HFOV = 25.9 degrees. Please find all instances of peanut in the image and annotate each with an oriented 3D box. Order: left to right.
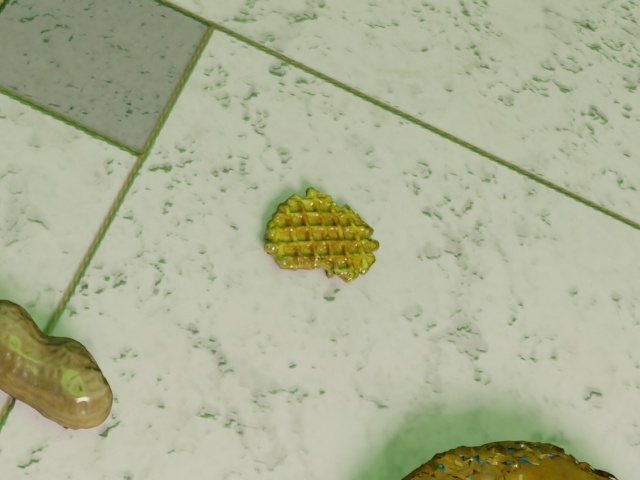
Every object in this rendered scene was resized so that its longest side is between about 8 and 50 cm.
[{"bbox_3d":[-0.180,0.078,0.886,0.113,0.054,0.054,35,53,4],"label":"peanut"}]

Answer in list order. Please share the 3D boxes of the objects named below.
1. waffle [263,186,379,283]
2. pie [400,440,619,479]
[{"bbox_3d":[0.002,-0.001,1.027,0.085,0.016,0.078,25,53,-5],"label":"waffle"},{"bbox_3d":[0.129,0.243,0.884,0.273,0.069,0.273,12,51,-14],"label":"pie"}]
